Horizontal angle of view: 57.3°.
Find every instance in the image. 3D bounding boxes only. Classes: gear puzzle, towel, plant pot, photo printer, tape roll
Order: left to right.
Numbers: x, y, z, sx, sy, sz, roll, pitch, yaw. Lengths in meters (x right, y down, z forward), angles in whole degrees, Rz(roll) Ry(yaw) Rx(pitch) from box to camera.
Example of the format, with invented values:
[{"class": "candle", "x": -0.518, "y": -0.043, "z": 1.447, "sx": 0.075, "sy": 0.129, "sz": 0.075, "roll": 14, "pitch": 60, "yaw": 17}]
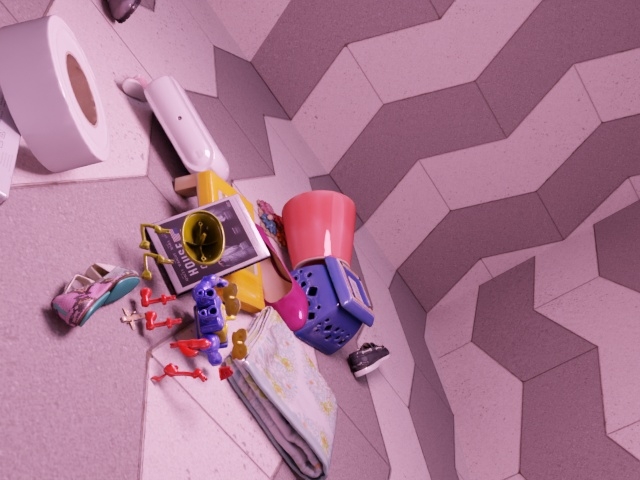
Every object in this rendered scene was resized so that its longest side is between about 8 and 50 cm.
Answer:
[{"class": "tape roll", "x": -0.504, "y": -0.278, "z": 1.127, "sx": 0.286, "sy": 0.100, "sz": 0.286, "roll": 164, "pitch": -90, "yaw": -86}, {"class": "photo printer", "x": -0.372, "y": -0.297, "z": 1.698, "sx": 0.307, "sy": 0.107, "sz": 0.256, "roll": 59, "pitch": -2, "yaw": 3}, {"class": "towel", "x": -0.078, "y": 0.369, "z": 1.469, "sx": 0.374, "sy": 0.090, "sz": 0.320, "roll": 57, "pitch": 16, "yaw": -8}, {"class": "gear puzzle", "x": -0.115, "y": -0.011, "z": 2.179, "sx": 0.339, "sy": 0.044, "sz": 0.175, "roll": 47, "pitch": 19, "yaw": -38}, {"class": "plant pot", "x": 0.000, "y": 0.000, "z": 2.040, "sx": 0.275, "sy": 0.275, "sz": 0.243, "roll": 40, "pitch": 38, "yaw": -50}, {"class": "plant pot", "x": 0.031, "y": 0.202, "z": 1.909, "sx": 0.236, "sy": 0.212, "sz": 0.236, "roll": 43, "pitch": 21, "yaw": -49}]

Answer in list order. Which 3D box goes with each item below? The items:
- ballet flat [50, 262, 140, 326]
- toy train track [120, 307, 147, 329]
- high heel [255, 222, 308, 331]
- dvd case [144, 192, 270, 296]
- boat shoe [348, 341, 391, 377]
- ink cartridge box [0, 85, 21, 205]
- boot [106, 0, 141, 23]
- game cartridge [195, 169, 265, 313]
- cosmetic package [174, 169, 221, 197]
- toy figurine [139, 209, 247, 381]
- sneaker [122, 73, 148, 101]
[{"class": "ballet flat", "x": -0.399, "y": 0.084, "z": 1.041, "sx": 0.079, "sy": 0.077, "sz": 0.221, "roll": 38, "pitch": 17, "yaw": -2}, {"class": "toy train track", "x": -0.358, "y": 0.147, "z": 1.139, "sx": 0.048, "sy": 0.014, "sz": 0.083, "roll": 61, "pitch": 14, "yaw": 9}, {"class": "high heel", "x": -0.157, "y": 0.093, "z": 1.675, "sx": 0.377, "sy": 0.127, "sz": 0.181, "roll": 52, "pitch": -3, "yaw": 42}, {"class": "dvd case", "x": -0.262, "y": 0.006, "z": 1.371, "sx": 0.179, "sy": 0.239, "sz": 0.029, "roll": 61, "pitch": -26, "yaw": 11}, {"class": "boat shoe", "x": 0.184, "y": 0.420, "z": 2.168, "sx": 0.091, "sy": 0.114, "sz": 0.302, "roll": 66, "pitch": 15, "yaw": 6}, {"class": "ink cartridge box", "x": -0.629, "y": -0.238, "z": 0.911, "sx": 0.330, "sy": 0.071, "sz": 0.324, "roll": 42, "pitch": 21, "yaw": -42}, {"class": "boot", "x": -0.694, "y": -0.828, "z": 1.823, "sx": 0.223, "sy": 0.118, "sz": 0.338, "roll": 36, "pitch": 15, "yaw": -49}, {"class": "game cartridge", "x": -0.229, "y": 0.013, "z": 1.538, "sx": 0.285, "sy": 0.053, "sz": 0.323, "roll": 43, "pitch": 34, "yaw": -67}, {"class": "cosmetic package", "x": -0.335, "y": -0.152, "z": 1.597, "sx": 0.060, "sy": 0.115, "sz": 0.041, "roll": 32, "pitch": 53, "yaw": -57}, {"class": "toy figurine", "x": -0.270, "y": 0.145, "z": 1.256, "sx": 0.217, "sy": 0.191, "sz": 0.362, "roll": 103, "pitch": -25, "yaw": -64}, {"class": "sneaker", "x": -0.533, "y": -0.449, "z": 1.678, "sx": 0.070, "sy": 0.051, "sz": 0.134, "roll": 60, "pitch": 11, "yaw": 12}]
